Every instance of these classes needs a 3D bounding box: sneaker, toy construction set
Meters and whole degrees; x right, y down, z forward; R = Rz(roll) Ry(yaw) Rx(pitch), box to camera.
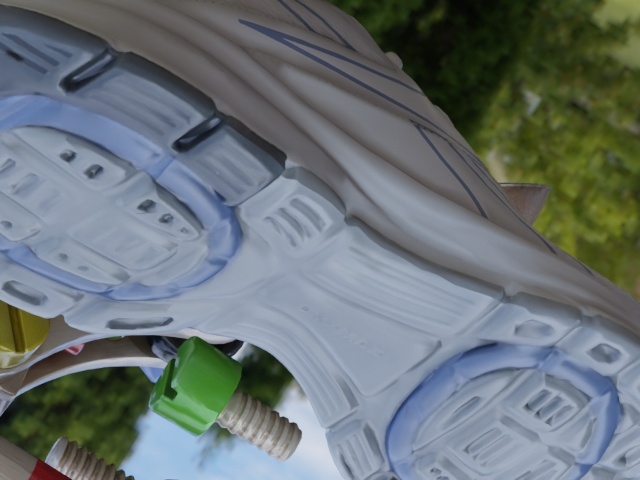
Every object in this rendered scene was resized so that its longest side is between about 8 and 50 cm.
[{"bbox_3d":[0.015,-0.009,0.457,0.297,0.111,0.129,36,-145,-30],"label":"sneaker"},{"bbox_3d":[-0.164,0.066,0.693,0.237,0.257,0.309,34,169,-13],"label":"toy construction set"}]

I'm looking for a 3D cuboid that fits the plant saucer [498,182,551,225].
[{"bbox_3d":[0.000,0.000,1.025,0.311,0.050,0.310,-5,179,0],"label":"plant saucer"}]
